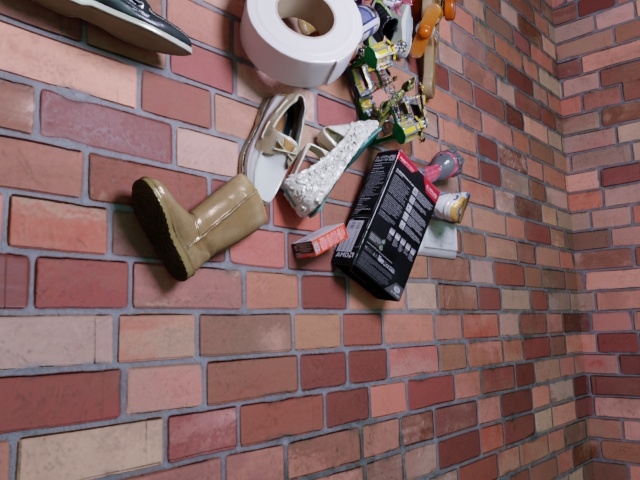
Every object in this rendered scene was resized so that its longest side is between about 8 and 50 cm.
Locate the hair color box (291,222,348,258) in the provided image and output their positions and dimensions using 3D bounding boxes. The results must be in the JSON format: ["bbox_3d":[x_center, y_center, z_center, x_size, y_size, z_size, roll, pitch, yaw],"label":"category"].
[{"bbox_3d":[0.000,0.000,1.564,0.141,0.072,0.043,-28,105,-47],"label":"hair color box"}]

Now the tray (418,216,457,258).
[{"bbox_3d":[0.389,-0.017,2.050,0.270,0.030,0.145,7,79,-48],"label":"tray"}]

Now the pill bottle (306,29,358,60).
[{"bbox_3d":[0.002,-0.486,1.614,0.216,0.121,0.121,-49,120,-42],"label":"pill bottle"}]

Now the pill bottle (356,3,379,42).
[{"bbox_3d":[0.093,-0.608,1.762,0.169,0.094,0.094,-46,118,-43],"label":"pill bottle"}]

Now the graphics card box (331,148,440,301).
[{"bbox_3d":[0.193,-0.041,1.737,0.233,0.094,0.370,39,65,-39],"label":"graphics card box"}]

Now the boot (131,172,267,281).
[{"bbox_3d":[-0.246,-0.073,1.289,0.269,0.089,0.236,-43,126,-44],"label":"boot"}]

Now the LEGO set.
[{"bbox_3d":[0.225,-0.428,1.757,0.192,0.255,0.331,-26,92,-21],"label":"LEGO set"}]

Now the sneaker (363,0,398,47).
[{"bbox_3d":[0.205,-0.669,1.900,0.084,0.097,0.234,32,60,-42],"label":"sneaker"}]

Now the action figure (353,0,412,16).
[{"bbox_3d":[0.127,-0.790,1.755,0.370,0.248,0.275,53,20,-8],"label":"action figure"}]

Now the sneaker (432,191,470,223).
[{"bbox_3d":[0.416,-0.123,2.041,0.296,0.131,0.111,2,104,-72],"label":"sneaker"}]

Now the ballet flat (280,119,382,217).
[{"bbox_3d":[0.028,-0.223,1.600,0.147,0.147,0.409,59,45,-24],"label":"ballet flat"}]

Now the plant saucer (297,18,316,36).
[{"bbox_3d":[-0.029,-0.588,1.678,0.083,0.015,0.083,11,76,-48],"label":"plant saucer"}]

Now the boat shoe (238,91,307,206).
[{"bbox_3d":[-0.108,-0.222,1.453,0.113,0.103,0.302,29,63,-43],"label":"boat shoe"}]

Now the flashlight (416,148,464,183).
[{"bbox_3d":[0.360,-0.225,1.997,0.304,0.103,0.103,-24,103,-49],"label":"flashlight"}]

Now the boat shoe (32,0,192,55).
[{"bbox_3d":[-0.385,-0.453,1.159,0.340,0.127,0.113,13,85,-38],"label":"boat shoe"}]

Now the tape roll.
[{"bbox_3d":[-0.046,-0.510,1.473,0.286,0.100,0.286,7,65,-16],"label":"tape roll"}]

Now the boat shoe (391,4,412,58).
[{"bbox_3d":[0.259,-0.699,1.994,0.081,0.079,0.227,16,76,-57],"label":"boat shoe"}]

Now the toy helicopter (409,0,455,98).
[{"bbox_3d":[0.364,-0.651,2.040,0.235,0.140,0.354,-40,131,-68],"label":"toy helicopter"}]
